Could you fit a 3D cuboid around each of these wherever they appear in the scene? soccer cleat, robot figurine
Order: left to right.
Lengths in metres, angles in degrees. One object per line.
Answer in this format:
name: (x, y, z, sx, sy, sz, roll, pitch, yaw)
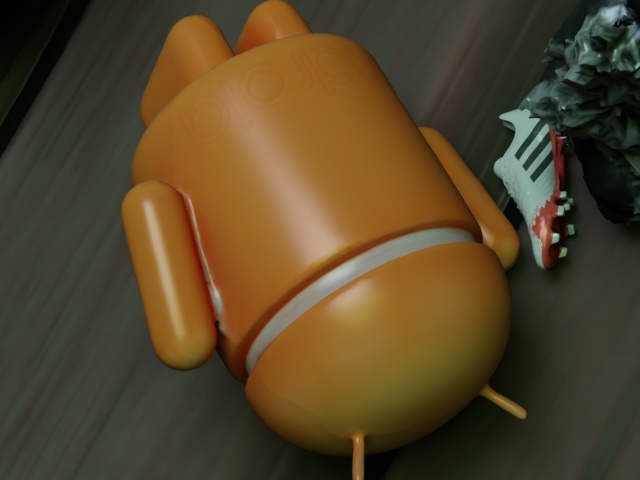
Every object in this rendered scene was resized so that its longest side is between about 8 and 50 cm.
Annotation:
robot figurine: (-0.002, 0.001, 0.854, 0.128, 0.158, 0.219, -37, 67, 15)
soccer cleat: (0.096, -0.024, 0.897, 0.035, 0.029, 0.083, -5, 67, 19)

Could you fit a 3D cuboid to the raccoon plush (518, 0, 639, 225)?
raccoon plush: (0.304, -0.075, 0.788, 0.446, 0.216, 0.299, -45, 76, -6)
